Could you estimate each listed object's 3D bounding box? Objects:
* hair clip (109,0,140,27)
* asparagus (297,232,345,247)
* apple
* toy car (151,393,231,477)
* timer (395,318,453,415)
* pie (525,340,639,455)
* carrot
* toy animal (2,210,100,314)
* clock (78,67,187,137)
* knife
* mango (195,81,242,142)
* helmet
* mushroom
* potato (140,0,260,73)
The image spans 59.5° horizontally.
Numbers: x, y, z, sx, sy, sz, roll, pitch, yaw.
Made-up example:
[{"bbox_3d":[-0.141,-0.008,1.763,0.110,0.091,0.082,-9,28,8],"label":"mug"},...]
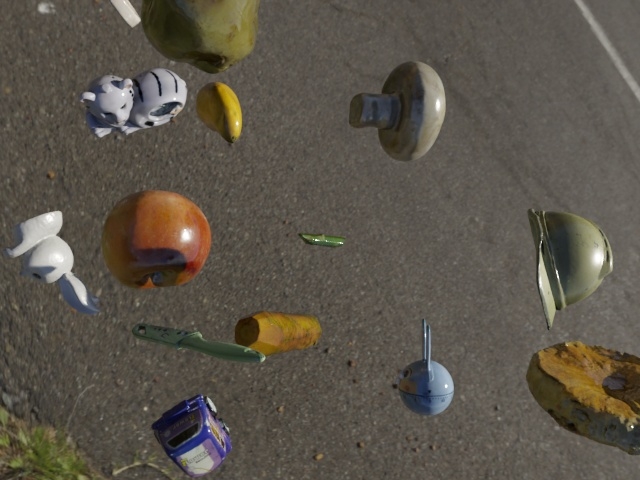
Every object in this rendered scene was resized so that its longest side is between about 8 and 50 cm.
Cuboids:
[{"bbox_3d":[-0.196,-0.171,0.302,0.225,0.072,0.034,-1,42,-34],"label":"hair clip"},{"bbox_3d":[0.000,-0.001,0.993,0.108,0.025,0.021,7,77,-39],"label":"asparagus"},{"bbox_3d":[-0.394,0.006,1.350,0.253,0.253,0.254,11,65,-24],"label":"apple"},{"bbox_3d":[-0.338,0.559,1.540,0.172,0.158,0.235,-31,126,-9],"label":"toy car"},{"bbox_3d":[0.284,0.377,1.611,0.175,0.175,0.256,-24,92,-33],"label":"timer"},{"bbox_3d":[0.615,0.321,1.214,0.339,0.339,0.083,-14,115,-32],"label":"pie"},{"bbox_3d":[-0.104,0.238,1.441,0.301,0.114,0.114,16,57,-60],"label":"carrot"},{"bbox_3d":[-0.539,0.064,1.124,0.130,0.103,0.221,-27,100,-31],"label":"toy animal"},{"bbox_3d":[-0.304,-0.238,0.925,0.176,0.117,0.080,-23,86,-19],"label":"clock"},{"bbox_3d":[-0.200,0.160,0.888,0.043,0.292,0.020,-44,128,-47],"label":"knife"},{"bbox_3d":[-0.199,-0.257,1.097,0.075,0.098,0.190,-10,33,-19],"label":"mango"},{"bbox_3d":[0.490,0.040,1.088,0.258,0.137,0.204,-79,149,-42],"label":"helmet"},{"bbox_3d":[0.182,-0.319,1.375,0.243,0.243,0.244,11,65,-24],"label":"mushroom"},{"bbox_3d":[-0.201,-0.446,0.961,0.218,0.351,0.203,-19,59,-24],"label":"potato"}]
